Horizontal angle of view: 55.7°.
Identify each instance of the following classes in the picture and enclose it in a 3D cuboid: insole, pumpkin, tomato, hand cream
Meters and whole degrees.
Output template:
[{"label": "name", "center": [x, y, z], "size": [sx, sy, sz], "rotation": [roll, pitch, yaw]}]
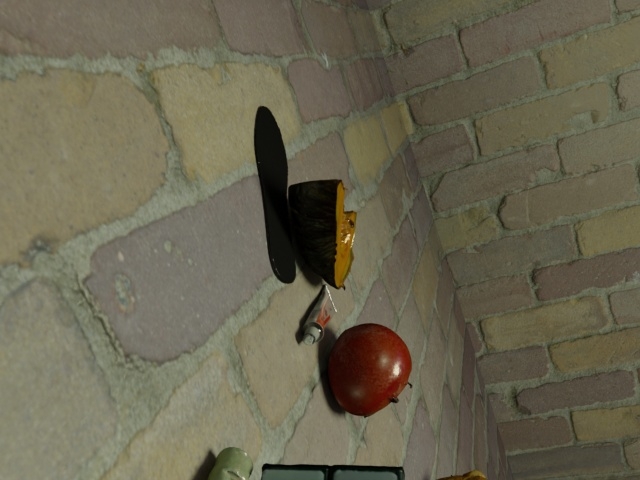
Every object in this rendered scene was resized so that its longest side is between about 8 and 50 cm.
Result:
[{"label": "insole", "center": [-0.081, -0.090, 1.073], "size": [0.119, 0.009, 0.349], "rotation": [34, 44, -60]}, {"label": "pumpkin", "center": [-0.004, -0.001, 1.092], "size": [0.278, 0.111, 0.163], "rotation": [52, 43, -75]}, {"label": "tomato", "center": [0.085, 0.229, 1.090], "size": [0.167, 0.167, 0.168], "rotation": [-15, 90, -71]}, {"label": "hand cream", "center": [0.002, 0.140, 1.098], "size": [0.216, 0.038, 0.053], "rotation": [-51, 151, -71]}]

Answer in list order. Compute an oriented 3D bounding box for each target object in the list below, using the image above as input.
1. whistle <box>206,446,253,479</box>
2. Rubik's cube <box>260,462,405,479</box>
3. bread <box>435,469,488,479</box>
[{"label": "whistle", "center": [-0.118, 0.303, 0.588], "size": [0.126, 0.067, 0.258], "rotation": [54, 19, -14]}, {"label": "Rubik's cube", "center": [0.014, 0.372, 0.677], "size": [0.180, 0.167, 0.184], "rotation": [-84, 169, -48]}, {"label": "bread", "center": [0.362, 0.715, 1.422], "size": [0.149, 0.195, 0.344], "rotation": [-66, 135, -70]}]
